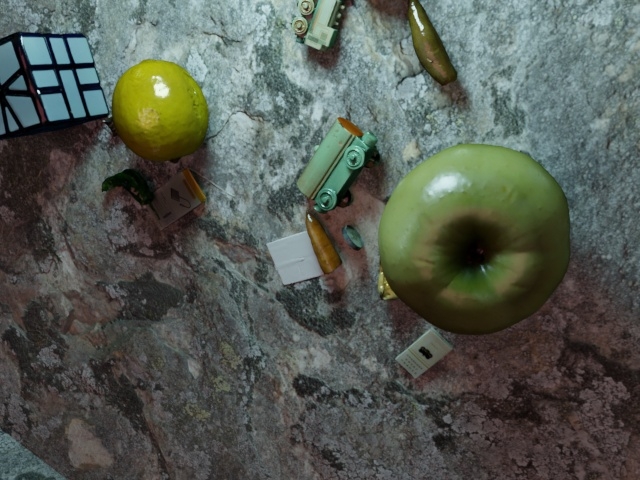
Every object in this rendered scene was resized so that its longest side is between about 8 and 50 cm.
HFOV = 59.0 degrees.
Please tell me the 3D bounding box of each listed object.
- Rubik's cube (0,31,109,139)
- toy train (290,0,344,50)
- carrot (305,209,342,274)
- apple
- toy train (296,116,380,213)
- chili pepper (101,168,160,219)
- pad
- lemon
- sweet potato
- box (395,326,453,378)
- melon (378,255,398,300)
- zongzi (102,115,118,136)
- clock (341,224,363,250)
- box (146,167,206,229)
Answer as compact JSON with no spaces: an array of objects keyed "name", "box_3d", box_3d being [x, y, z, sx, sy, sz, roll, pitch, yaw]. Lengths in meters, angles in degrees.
[{"name":"Rubik's cube","box_3d":[-0.920,-0.502,1.846,0.289,0.283,0.293,-8,106,28]},{"name":"toy train","box_3d":[0.001,-0.610,1.505,0.125,0.080,0.193,25,115,3]},{"name":"carrot","box_3d":[0.000,0.000,1.730,0.072,0.072,0.205,-21,96,29]},{"name":"apple","box_3d":[0.361,-0.011,1.360,0.474,0.474,0.473,8,112,22]},{"name":"toy train","box_3d":[0.044,-0.213,1.620,0.177,0.116,0.285,45,122,18]},{"name":"chili pepper","box_3d":[-0.651,-0.176,1.947,0.279,0.065,0.122,29,117,27]},{"name":"pad","box_3d":[-0.057,0.051,1.814,0.232,0.004,0.156,-16,101,28]},{"name":"lemon","box_3d":[-0.476,-0.385,1.687,0.297,0.297,0.296,8,112,22]},{"name":"sweet potato","box_3d":[0.265,-0.498,1.427,0.077,0.077,0.243,-28,92,30]},{"name":"box","box_3d":[0.317,0.348,1.741,0.090,0.024,0.167,44,120,4]},{"name":"melon","box_3d":[0.231,0.097,1.665,0.128,0.079,0.160,9,112,2]},{"name":"zongzi","box_3d":[-0.693,-0.404,1.917,0.067,0.073,0.083,-9,144,27]},{"name":"clock","box_3d":[0.096,-0.008,1.677,0.017,0.085,0.085,-37,91,25]},{"name":"box","box_3d":[-0.493,-0.141,1.927,0.247,0.033,0.129,-27,95,30]}]
